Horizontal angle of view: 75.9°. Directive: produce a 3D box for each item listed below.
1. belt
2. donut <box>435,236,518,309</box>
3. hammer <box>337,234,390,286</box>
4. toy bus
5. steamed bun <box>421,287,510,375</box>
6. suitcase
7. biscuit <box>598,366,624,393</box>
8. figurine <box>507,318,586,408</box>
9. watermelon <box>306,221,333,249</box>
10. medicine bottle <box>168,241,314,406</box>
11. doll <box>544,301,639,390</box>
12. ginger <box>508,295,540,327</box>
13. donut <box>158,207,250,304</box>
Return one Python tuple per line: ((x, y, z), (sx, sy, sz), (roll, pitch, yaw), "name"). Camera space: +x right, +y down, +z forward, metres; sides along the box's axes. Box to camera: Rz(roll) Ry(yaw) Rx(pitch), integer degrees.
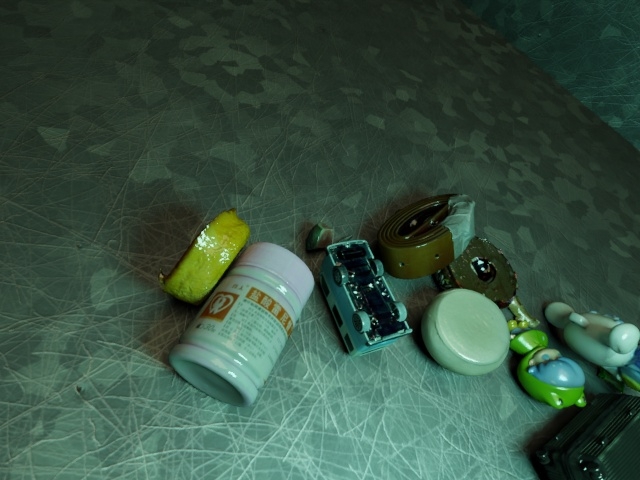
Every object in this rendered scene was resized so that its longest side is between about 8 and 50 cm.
((0.319, -0.024, 1.215), (0.339, 0.122, 0.217), (-32, 33, -26), "belt")
((0.476, 0.104, 1.264), (0.270, 0.103, 0.269), (9, 56, -13), "donut")
((0.136, 0.065, 1.221), (0.062, 0.013, 0.199), (-33, 72, -34), "hammer")
((0.094, 0.150, 1.049), (0.133, 0.164, 0.271), (-9, 60, -26), "toy bus")
((0.375, 0.249, 1.095), (0.232, 0.145, 0.231), (6, 55, -9), "steamed bun")
((0.698, 0.538, 0.970), (0.335, 0.152, 0.229), (-18, 88, -30), "suitcase")
((0.881, 0.419, 1.244), (0.089, 0.016, 0.046), (35, 54, 6), "biscuit")
((0.612, 0.337, 1.136), (0.163, 0.143, 0.263), (9, 37, -24), "figurine")
((-0.001, -0.005, 1.173), (0.072, 0.084, 0.092), (9, 33, -3), "watermelon")
((-0.162, 0.177, 0.914), (0.202, 0.202, 0.315), (28, 52, 1), "medicine bottle")
((0.838, 0.305, 1.123), (0.366, 0.187, 0.376), (38, 22, 3), "doll")
((0.616, 0.214, 1.276), (0.058, 0.044, 0.137), (-9, 60, -46), "ginger")
((-0.261, 0.035, 0.953), (0.119, 0.253, 0.253), (33, 52, -5), "donut")
